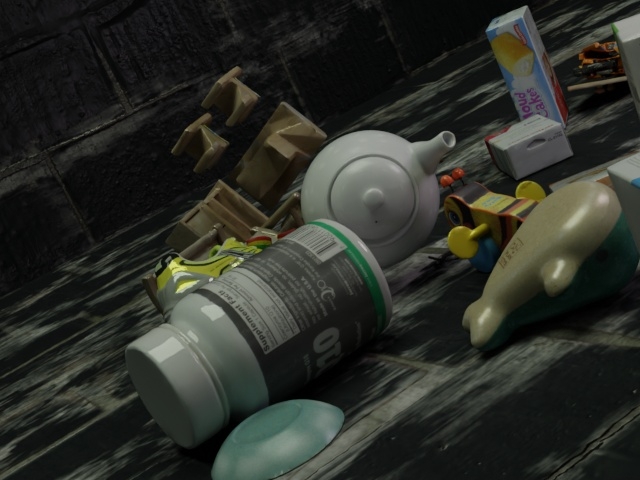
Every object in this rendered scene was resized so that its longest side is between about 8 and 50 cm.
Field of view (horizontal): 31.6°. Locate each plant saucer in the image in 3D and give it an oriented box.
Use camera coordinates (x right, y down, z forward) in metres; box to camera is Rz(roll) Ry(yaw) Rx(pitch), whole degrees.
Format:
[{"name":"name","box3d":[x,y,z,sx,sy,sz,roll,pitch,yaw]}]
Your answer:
[{"name":"plant saucer","box3d":[-0.064,0.256,1.496,0.195,0.037,0.195,-22,14,6]}]

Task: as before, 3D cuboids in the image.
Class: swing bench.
[{"name":"swing bench","box3d":[-0.156,0.056,2.168,0.254,0.165,0.253,-21,13,40]}]

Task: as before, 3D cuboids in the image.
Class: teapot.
[{"name":"teapot","box3d":[0.079,-0.064,1.868,0.252,0.256,0.187,7,3,1]}]

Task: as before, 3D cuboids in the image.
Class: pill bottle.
[{"name":"pill bottle","box3d":[-0.088,0.134,1.643,0.361,0.204,0.204,-32,15,-27]}]

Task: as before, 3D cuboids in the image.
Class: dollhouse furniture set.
[{"name":"dollhouse furniture set","box3d":[-0.131,-0.130,2.456,0.394,0.362,0.256,-51,1,29]}]

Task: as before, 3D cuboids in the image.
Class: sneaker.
[{"name":"sneaker","box3d":[-0.105,0.057,1.921,0.384,0.147,0.145,-11,-20,-42]}]

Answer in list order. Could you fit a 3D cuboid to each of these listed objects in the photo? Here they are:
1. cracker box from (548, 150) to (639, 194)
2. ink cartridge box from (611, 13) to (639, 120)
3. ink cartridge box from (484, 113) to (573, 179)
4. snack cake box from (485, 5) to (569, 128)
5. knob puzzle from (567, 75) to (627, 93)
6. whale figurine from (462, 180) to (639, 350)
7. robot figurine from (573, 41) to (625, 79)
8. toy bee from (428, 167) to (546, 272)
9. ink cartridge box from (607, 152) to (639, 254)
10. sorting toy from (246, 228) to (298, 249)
[{"name":"cracker box","box3d":[0.442,-0.079,1.750,0.155,0.067,0.232,-22,4,10]},{"name":"ink cartridge box","box3d":[0.540,-0.207,1.709,0.114,0.273,0.198,-18,15,14]},{"name":"ink cartridge box","box3d":[0.418,-0.190,2.282,0.127,0.072,0.175,-24,13,1]},{"name":"snack cake box","box3d":[0.458,-0.370,2.489,0.089,0.264,0.152,-20,14,20]},{"name":"knob puzzle","box3d":[0.644,-0.348,2.538,0.213,0.030,0.213,-10,6,1]},{"name":"whale figurine","box3d":[0.310,0.051,1.499,0.272,0.141,0.216,-48,11,7]},{"name":"robot figurine","box3d":[0.720,-0.425,2.573,0.211,0.085,0.291,-14,7,-37]},{"name":"toy bee","box3d":[0.251,-0.033,1.789,0.298,0.162,0.195,-13,19,40]},{"name":"ink cartridge box","box3d":[0.506,-0.036,1.270,0.270,0.197,0.198,-24,13,2]},{"name":"sorting toy","box3d":[0.000,0.000,2.062,0.132,0.046,0.274,-21,-20,40]}]
